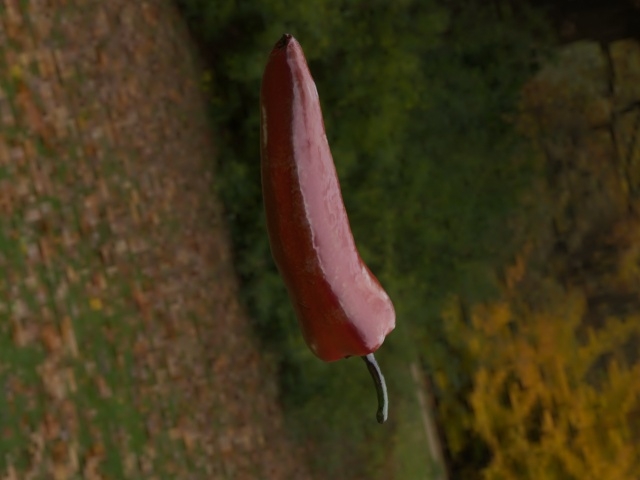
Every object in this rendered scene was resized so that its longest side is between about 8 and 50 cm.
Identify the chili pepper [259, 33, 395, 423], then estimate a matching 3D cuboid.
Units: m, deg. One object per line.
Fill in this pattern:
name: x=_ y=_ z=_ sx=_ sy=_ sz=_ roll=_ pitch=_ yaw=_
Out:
chili pepper: x=0.000 y=0.000 z=0.998 sx=0.071 sy=0.063 sz=0.272 roll=-51 pitch=128 yaw=-58
